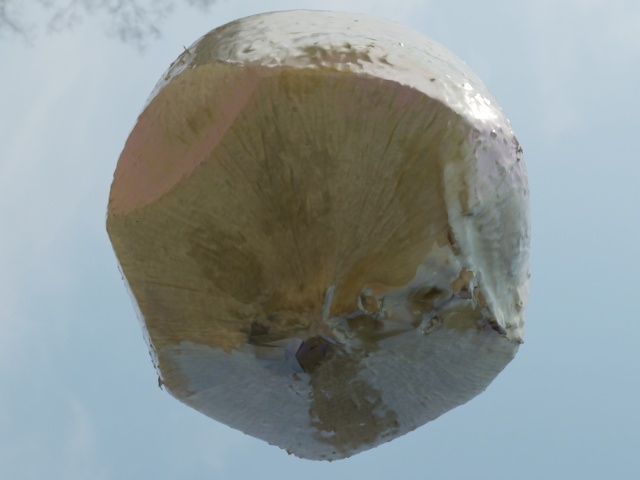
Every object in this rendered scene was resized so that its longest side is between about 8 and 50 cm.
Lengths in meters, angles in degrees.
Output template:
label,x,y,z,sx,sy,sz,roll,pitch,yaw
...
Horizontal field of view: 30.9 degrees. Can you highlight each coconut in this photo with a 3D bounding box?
label,x,y,z,sx,sy,sz,roll,pitch,yaw
coconut,0.002,0.000,0.599,0.227,0.227,0.230,-33,-158,18
